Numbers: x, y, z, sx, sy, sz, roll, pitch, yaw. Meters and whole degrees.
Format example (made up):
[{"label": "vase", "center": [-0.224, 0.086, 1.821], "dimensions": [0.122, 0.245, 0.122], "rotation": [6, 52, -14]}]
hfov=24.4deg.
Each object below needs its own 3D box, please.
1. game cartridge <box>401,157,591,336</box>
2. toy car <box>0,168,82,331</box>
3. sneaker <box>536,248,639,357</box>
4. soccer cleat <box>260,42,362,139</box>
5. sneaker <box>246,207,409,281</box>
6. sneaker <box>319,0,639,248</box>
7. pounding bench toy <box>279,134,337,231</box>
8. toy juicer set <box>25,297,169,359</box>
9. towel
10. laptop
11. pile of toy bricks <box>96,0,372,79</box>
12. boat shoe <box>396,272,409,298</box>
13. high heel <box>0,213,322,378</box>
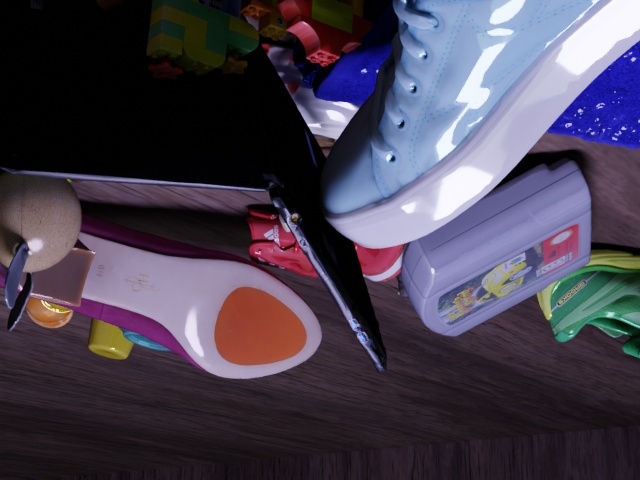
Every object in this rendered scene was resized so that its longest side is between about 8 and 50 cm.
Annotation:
[{"label": "game cartridge", "center": [0.179, 0.018, 1.497], "dimensions": [0.196, 0.060, 0.294], "rotation": [-25, 162, 3]}, {"label": "toy car", "center": [-0.251, -0.027, 1.187], "dimensions": [0.148, 0.188, 0.155], "rotation": [1, 164, -7]}, {"label": "sneaker", "center": [0.391, 0.076, 1.718], "dimensions": [0.295, 0.124, 0.109], "rotation": [-1, 165, -11]}, {"label": "soccer cleat", "center": [0.010, -0.109, 1.153], "dimensions": [0.196, 0.068, 0.076], "rotation": [14, 165, -24]}, {"label": "sneaker", "center": [0.000, 0.000, 1.499], "dimensions": [0.128, 0.087, 0.221], "rotation": [5, 162, -27]}, {"label": "sneaker", "center": [0.085, -0.142, 0.840], "dimensions": [0.150, 0.135, 0.366], "rotation": [31, 127, -19]}, {"label": "pounding bench toy", "center": [-0.003, -0.050, 1.317], "dimensions": [0.065, 0.083, 0.052], "rotation": [-2, 164, 7]}, {"label": "toy juicer set", "center": [-0.217, 0.067, 1.744], "dimensions": [0.329, 0.090, 0.209], "rotation": [-5, 153, 46]}, {"label": "towel", "center": [0.157, -0.135, 1.035], "dimensions": [0.308, 0.076, 0.227], "rotation": [5, 164, -20]}, {"label": "laptop", "center": [-0.084, -0.047, 0.974], "dimensions": [0.136, 0.234, 0.264], "rotation": [-25, 128, 8]}, {"label": "pile of toy bricks", "center": [-0.079, -0.145, 0.899], "dimensions": [0.212, 0.105, 0.118], "rotation": [16, 157, -32]}, {"label": "boat shoe", "center": [0.152, 0.052, 1.724], "dimensions": [0.081, 0.069, 0.227], "rotation": [-11, 162, 33]}, {"label": "high heel", "center": [-0.179, 0.039, 1.543], "dimensions": [0.377, 0.127, 0.181], "rotation": [23, -176, -33]}]
